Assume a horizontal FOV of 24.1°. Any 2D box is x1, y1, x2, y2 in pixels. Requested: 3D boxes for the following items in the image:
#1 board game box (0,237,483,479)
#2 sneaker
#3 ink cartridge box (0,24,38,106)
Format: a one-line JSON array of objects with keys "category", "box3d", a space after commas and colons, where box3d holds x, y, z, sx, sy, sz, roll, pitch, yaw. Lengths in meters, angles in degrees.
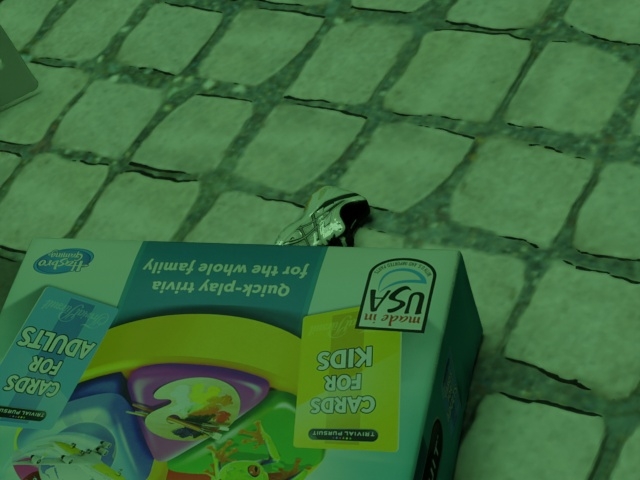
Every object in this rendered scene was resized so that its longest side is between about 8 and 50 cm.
[{"category": "board game box", "box3d": [-0.074, 0.152, 0.743, 0.254, 0.079, 0.336, 1, 51, 18]}, {"category": "sneaker", "box3d": [0.000, 0.000, 0.898, 0.037, 0.032, 0.083, 12, 57, 34]}, {"category": "ink cartridge box", "box3d": [-0.314, -0.127, 1.117, 0.180, 0.104, 0.060, -24, 43, 3]}]
